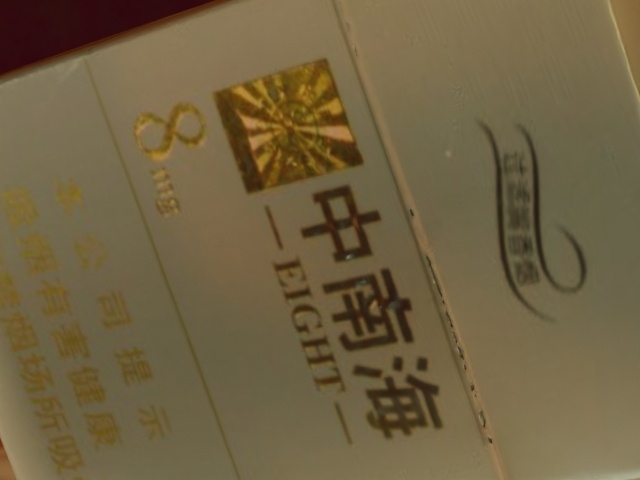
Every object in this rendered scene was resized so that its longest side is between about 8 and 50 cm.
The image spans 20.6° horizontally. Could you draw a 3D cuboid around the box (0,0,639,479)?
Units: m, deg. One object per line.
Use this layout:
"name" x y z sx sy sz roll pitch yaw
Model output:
"box" 0.000 0.000 0.509 0.243 0.155 0.067 -15 -168 33
